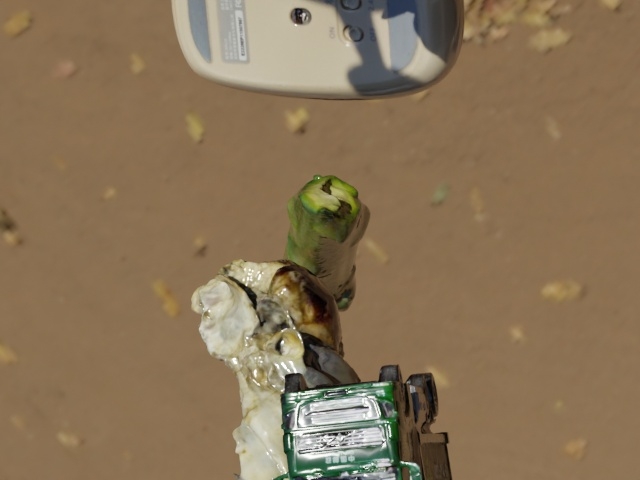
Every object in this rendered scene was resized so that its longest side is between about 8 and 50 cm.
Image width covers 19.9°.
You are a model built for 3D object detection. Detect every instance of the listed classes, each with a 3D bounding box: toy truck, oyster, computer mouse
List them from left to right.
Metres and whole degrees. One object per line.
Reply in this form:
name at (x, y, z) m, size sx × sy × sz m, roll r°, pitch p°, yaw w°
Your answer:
oyster at (-0.015, 0.107, 1.415) m, size 0.107 × 0.161 × 0.233 m, roll -41°, pitch 63°, yaw 16°
computer mouse at (-0.002, -0.179, 1.381) m, size 0.236 × 0.082 × 0.145 m, roll 3°, pitch 113°, yaw 24°
toy truck at (0.034, 0.145, 1.179) m, size 0.088 × 0.259 × 0.121 m, roll -8°, pitch 82°, yaw 9°

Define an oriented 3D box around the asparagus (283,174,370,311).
asparagus at (0.002, 0.001, 1.726) m, size 0.082 × 0.085 × 0.343 m, roll 26°, pitch 162°, yaw 7°
